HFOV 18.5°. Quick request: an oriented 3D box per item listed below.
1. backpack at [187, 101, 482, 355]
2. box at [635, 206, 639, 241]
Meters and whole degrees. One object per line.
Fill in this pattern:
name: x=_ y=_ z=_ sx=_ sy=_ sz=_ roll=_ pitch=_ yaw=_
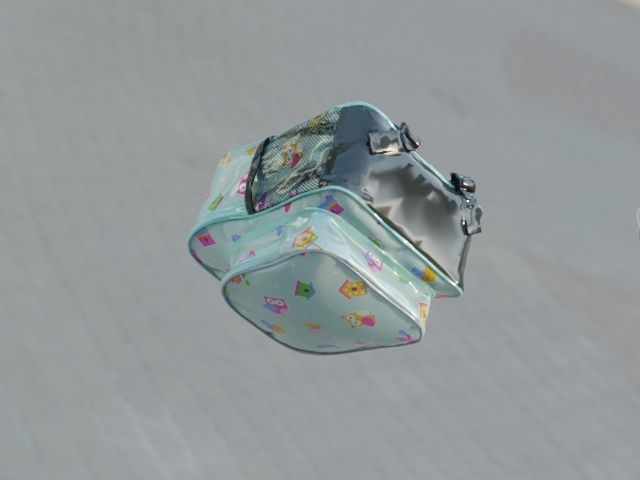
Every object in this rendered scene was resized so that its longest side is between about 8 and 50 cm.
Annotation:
backpack: x=0.000 y=0.000 z=1.426 sx=0.188 sy=0.144 sz=0.166 roll=-6 pitch=-34 yaw=46
box: x=0.325 y=-0.012 z=1.035 sx=0.154 sy=0.300 sz=0.142 roll=21 pitch=48 yaw=-28
